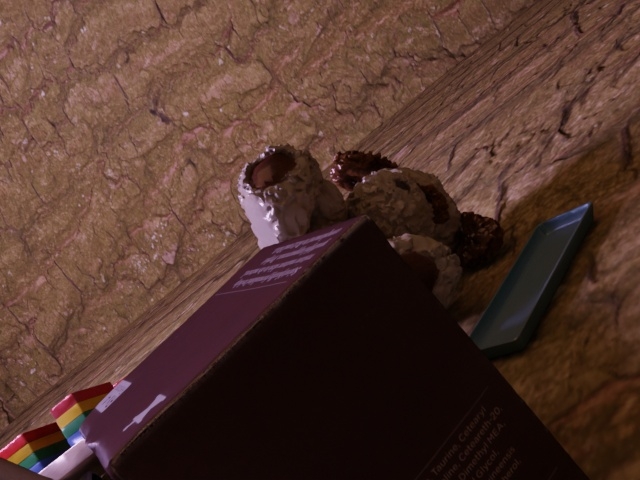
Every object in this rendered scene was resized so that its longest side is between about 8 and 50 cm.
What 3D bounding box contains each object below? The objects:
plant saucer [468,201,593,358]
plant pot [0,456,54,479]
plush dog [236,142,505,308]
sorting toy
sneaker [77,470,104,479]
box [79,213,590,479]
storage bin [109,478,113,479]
[{"bbox_3d":[0.185,0.035,0.672,0.067,0.018,0.192,-29,16,50],"label":"plant saucer"},{"bbox_3d":[-0.447,0.323,0.799,0.334,0.305,0.334,-40,35,36],"label":"plant pot"},{"bbox_3d":[0.063,0.003,0.839,0.225,0.262,0.210,-35,-33,-31],"label":"plush dog"},{"bbox_3d":[-0.333,0.281,1.125,0.257,0.089,0.255,-39,-11,14],"label":"sorting toy"},{"bbox_3d":[-0.329,0.379,0.985,0.121,0.079,0.217,-46,2,-8],"label":"sneaker"},{"bbox_3d":[0.003,0.122,0.428,0.167,0.203,0.168,-44,10,-20],"label":"box"},{"bbox_3d":[-0.120,0.234,0.514,0.084,0.122,0.180,11,23,20],"label":"storage bin"}]
